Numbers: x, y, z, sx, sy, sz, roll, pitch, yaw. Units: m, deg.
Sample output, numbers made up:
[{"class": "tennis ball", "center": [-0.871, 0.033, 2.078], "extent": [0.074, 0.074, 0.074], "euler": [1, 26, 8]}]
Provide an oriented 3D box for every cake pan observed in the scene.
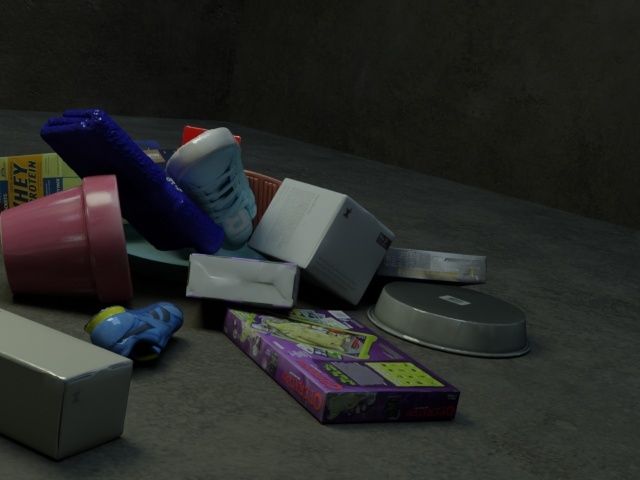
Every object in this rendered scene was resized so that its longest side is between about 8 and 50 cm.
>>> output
[{"class": "cake pan", "center": [0.230, 0.131, 1.809], "extent": [0.293, 0.054, 0.293], "euler": [10, 11, -2]}]

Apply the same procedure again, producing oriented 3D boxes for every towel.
[{"class": "towel", "center": [-0.305, -0.100, 1.704], "extent": [0.308, 0.076, 0.227], "euler": [47, -24, -28]}]

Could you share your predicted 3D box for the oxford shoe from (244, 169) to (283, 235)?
[{"class": "oxford shoe", "center": [-0.208, -0.096, 2.294], "extent": [0.397, 0.140, 0.146], "euler": [9, 7, 12]}]

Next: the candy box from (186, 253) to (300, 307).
[{"class": "candy box", "center": [-0.118, 0.066, 1.650], "extent": [0.164, 0.070, 0.196], "euler": [6, -3, 1]}]

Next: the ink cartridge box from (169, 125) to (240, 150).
[{"class": "ink cartridge box", "center": [-0.249, -0.109, 2.109], "extent": [0.134, 0.231, 0.078], "euler": [12, 12, 13]}]

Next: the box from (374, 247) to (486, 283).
[{"class": "box", "center": [0.176, 0.055, 1.987], "extent": [0.231, 0.056, 0.183], "euler": [5, -7, -22]}]

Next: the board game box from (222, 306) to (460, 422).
[{"class": "board game box", "center": [0.018, 0.169, 1.468], "extent": [0.208, 0.056, 0.347], "euler": [9, 11, -28]}]

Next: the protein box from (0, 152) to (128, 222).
[{"class": "protein box", "center": [-0.481, -0.097, 1.980], "extent": [0.201, 0.136, 0.200], "euler": [0, 3, 38]}]

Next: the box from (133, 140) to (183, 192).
[{"class": "box", "center": [-0.288, -0.105, 1.977], "extent": [0.225, 0.036, 0.136], "euler": [58, 25, 8]}]

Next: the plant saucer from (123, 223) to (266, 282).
[{"class": "plant saucer", "center": [-0.259, 0.027, 1.921], "extent": [0.317, 0.044, 0.317], "euler": [9, 12, -2]}]

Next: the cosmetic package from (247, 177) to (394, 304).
[{"class": "cosmetic package", "center": [0.000, 0.000, 1.858], "extent": [0.151, 0.151, 0.183], "euler": [36, -11, -38]}]

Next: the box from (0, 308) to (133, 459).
[{"class": "box", "center": [-0.351, 0.144, 1.148], "extent": [0.275, 0.094, 0.113], "euler": [17, 14, 29]}]

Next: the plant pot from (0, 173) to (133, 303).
[{"class": "plant pot", "center": [-0.391, 0.006, 1.586], "extent": [0.180, 0.201, 0.201], "euler": [-8, 15, -10]}]

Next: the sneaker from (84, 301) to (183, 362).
[{"class": "sneaker", "center": [-0.238, 0.134, 1.407], "extent": [0.082, 0.069, 0.209], "euler": [48, 14, 15]}]

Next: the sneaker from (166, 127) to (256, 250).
[{"class": "sneaker", "center": [-0.164, -0.077, 1.794], "extent": [0.150, 0.135, 0.366], "euler": [52, -7, 12]}]
